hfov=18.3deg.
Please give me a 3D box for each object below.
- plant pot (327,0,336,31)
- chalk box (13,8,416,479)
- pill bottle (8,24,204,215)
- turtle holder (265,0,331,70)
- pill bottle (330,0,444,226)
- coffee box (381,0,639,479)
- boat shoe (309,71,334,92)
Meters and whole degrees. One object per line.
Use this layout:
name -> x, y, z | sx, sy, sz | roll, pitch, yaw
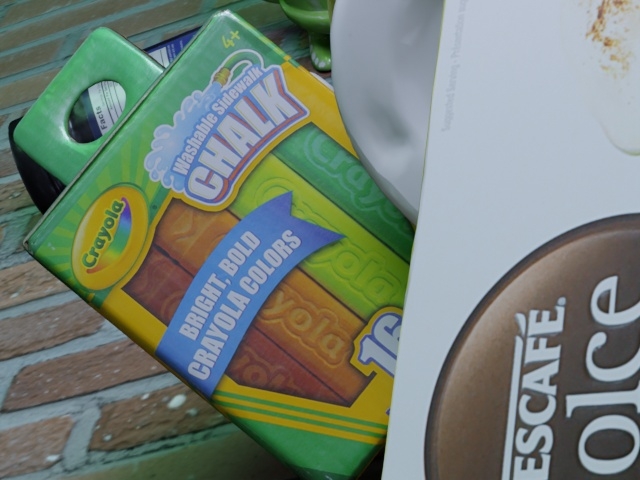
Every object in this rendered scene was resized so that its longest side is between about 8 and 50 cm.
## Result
plant pot -> 0.160, -0.141, 1.401 | 0.294, 0.274, 0.275 | -7, 26, -2
chalk box -> -0.046, -0.009, 1.157 | 0.180, 0.289, 0.179 | -52, -3, -2
pill bottle -> -0.149, -0.100, 1.703 | 0.219, 0.122, 0.123 | -22, 26, 7
turtle holder -> 0.041, -0.314, 1.824 | 0.243, 0.227, 0.320 | -34, 28, -18
pill bottle -> 0.178, -0.128, 1.106 | 0.204, 0.204, 0.361 | -5, 14, 35
coffee box -> 0.252, 0.036, 0.718 | 0.334, 0.338, 0.337 | -6, 64, 34
boat shoe -> 0.000, 0.000, 1.293 | 0.078, 0.219, 0.070 | -13, 25, -21
